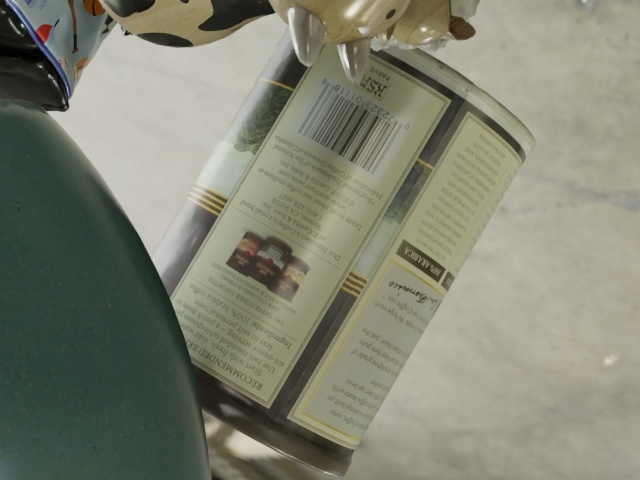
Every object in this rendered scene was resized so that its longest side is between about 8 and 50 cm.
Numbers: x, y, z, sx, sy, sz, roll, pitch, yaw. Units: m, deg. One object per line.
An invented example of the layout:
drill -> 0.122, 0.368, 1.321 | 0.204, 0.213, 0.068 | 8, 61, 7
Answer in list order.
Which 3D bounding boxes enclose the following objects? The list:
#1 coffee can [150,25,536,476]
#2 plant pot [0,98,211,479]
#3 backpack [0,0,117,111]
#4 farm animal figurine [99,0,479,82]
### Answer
coffee can -> 0.000, 0.000, 1.026 | 0.201, 0.275, 0.201 | 31, 177, 2
plant pot -> -0.166, 0.106, 0.675 | 0.195, 0.290, 0.290 | 44, 151, 7
backpack -> -0.260, -0.216, 1.030 | 0.263, 0.213, 0.276 | 30, 168, 29
farm animal figurine -> -0.030, -0.156, 0.612 | 0.330, 0.172, 0.327 | 14, 169, -19
